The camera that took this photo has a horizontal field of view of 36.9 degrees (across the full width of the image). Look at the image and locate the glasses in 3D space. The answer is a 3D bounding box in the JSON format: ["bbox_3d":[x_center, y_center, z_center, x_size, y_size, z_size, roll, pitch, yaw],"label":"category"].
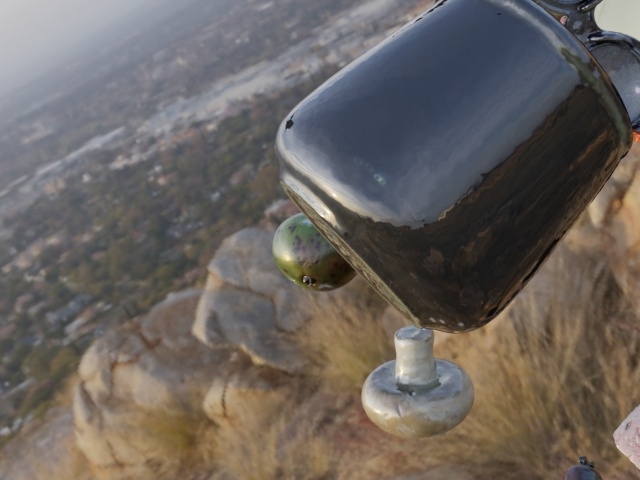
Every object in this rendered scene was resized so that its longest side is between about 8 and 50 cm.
[{"bbox_3d":[0.271,-0.182,0.773,0.118,0.234,0.268,-24,13,-9],"label":"glasses"}]

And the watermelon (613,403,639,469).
[{"bbox_3d":[0.378,0.225,1.088,0.072,0.092,0.084,-28,46,-25],"label":"watermelon"}]

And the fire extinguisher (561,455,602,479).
[{"bbox_3d":[0.436,0.461,1.605,0.072,0.089,0.267,-9,32,23],"label":"fire extinguisher"}]

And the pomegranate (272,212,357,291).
[{"bbox_3d":[0.000,0.000,2.119,0.202,0.202,0.247,-14,46,33],"label":"pomegranate"}]

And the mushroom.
[{"bbox_3d":[0.205,0.298,2.064,0.244,0.243,0.243,-24,19,9],"label":"mushroom"}]

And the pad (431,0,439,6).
[{"bbox_3d":[0.236,-0.428,1.993,0.004,0.220,0.330,20,75,15],"label":"pad"}]

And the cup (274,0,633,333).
[{"bbox_3d":[0.065,-0.063,0.584,0.176,0.169,0.223,-45,42,0],"label":"cup"}]

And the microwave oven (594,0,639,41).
[{"bbox_3d":[0.629,-0.301,1.373,0.395,0.247,0.333,-5,47,-16],"label":"microwave oven"}]
